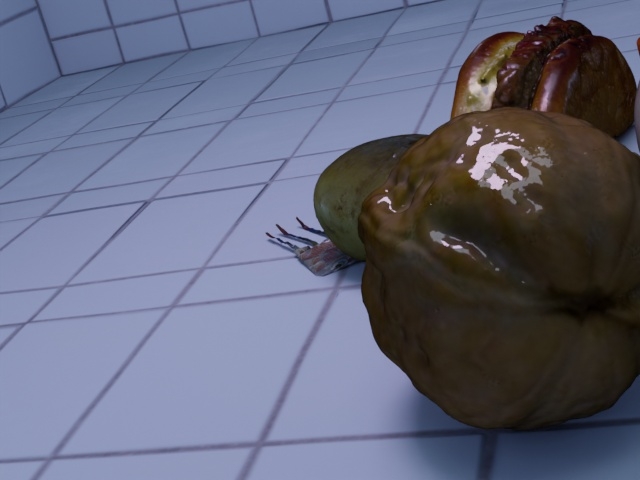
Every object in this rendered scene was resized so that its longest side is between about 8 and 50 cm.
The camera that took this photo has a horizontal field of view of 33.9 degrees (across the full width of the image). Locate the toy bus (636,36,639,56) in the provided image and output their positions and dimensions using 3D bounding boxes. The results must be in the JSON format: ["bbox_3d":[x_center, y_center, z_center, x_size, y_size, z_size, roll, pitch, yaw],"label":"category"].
[{"bbox_3d":[0.633,-0.274,1.707,0.153,0.143,0.329,-23,21,7],"label":"toy bus"}]

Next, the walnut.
[{"bbox_3d":[0.180,0.019,1.034,0.306,0.306,0.344,-17,13,-7],"label":"walnut"}]

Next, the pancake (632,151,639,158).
[{"bbox_3d":[0.360,-0.064,1.447,0.190,0.020,0.184,-39,27,-14],"label":"pancake"}]

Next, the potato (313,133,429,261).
[{"bbox_3d":[0.128,-0.051,1.422,0.210,0.173,0.307,-24,25,-29],"label":"potato"}]

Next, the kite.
[{"bbox_3d":[0.000,0.003,1.595,0.127,0.016,0.229,-21,25,-24],"label":"kite"}]

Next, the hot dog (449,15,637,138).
[{"bbox_3d":[0.348,-0.224,1.650,0.185,0.223,0.405,-1,24,38],"label":"hot dog"}]

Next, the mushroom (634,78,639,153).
[{"bbox_3d":[0.508,-0.144,1.134,0.292,0.292,0.290,-29,-15,-33],"label":"mushroom"}]
